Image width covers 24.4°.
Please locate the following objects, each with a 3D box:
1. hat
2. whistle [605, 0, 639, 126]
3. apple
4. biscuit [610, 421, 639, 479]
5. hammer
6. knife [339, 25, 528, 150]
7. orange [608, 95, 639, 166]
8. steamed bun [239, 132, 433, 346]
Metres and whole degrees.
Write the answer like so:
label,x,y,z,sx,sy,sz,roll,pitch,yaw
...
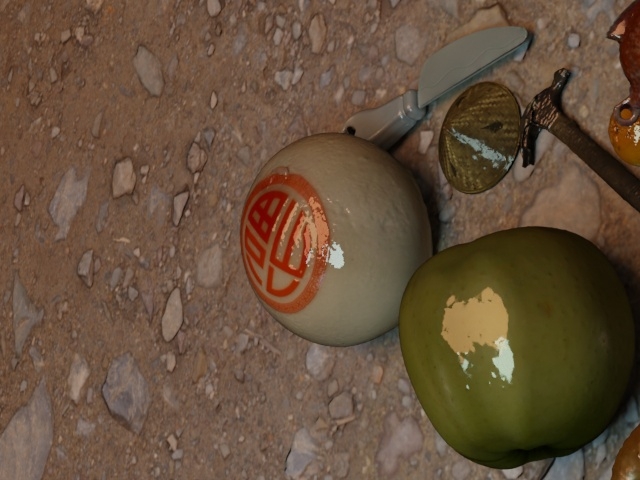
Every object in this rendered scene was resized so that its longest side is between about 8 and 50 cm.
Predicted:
label,x,y,z,sx,sy,sz,roll,pitch,yaw
hat,0.177,-0.134,1.852,0.146,0.067,0.146,-15,71,47
whistle,0.424,-0.250,1.526,0.142,0.133,0.346,44,107,12
apple,0.215,0.111,1.631,0.279,0.279,0.279,-15,70,48
biscuit,0.392,0.267,1.505,0.220,0.066,0.220,-10,76,46
hammer,0.327,-0.082,1.693,0.297,0.027,0.125,48,118,44
knife,0.144,-0.204,1.931,0.331,0.044,0.080,-35,48,37
orange,0.353,-0.123,1.628,0.083,0.070,0.083,177,90,-82
steamed bun,0.000,0.000,1.919,0.283,0.177,0.283,3,94,48
